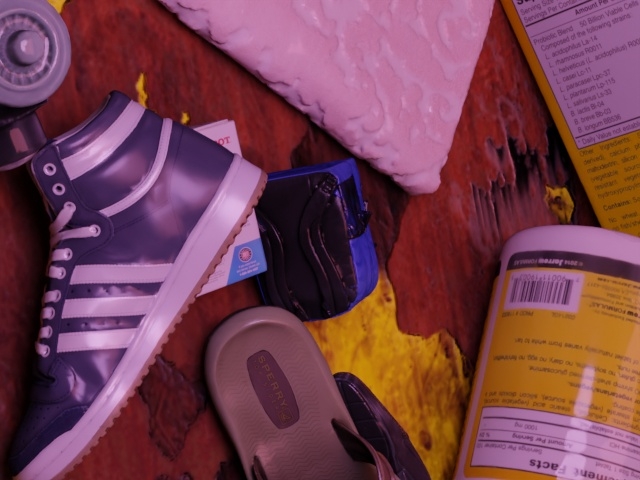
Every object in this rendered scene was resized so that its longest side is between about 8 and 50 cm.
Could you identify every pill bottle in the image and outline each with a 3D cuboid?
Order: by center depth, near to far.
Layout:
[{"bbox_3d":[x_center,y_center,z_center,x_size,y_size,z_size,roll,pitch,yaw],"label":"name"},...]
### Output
[{"bbox_3d":[0.218,0.170,1.587,0.188,0.188,0.334,26,71,-40],"label":"pill bottle"}]

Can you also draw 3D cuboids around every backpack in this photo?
[{"bbox_3d":[0.000,0.000,1.451,0.101,0.098,0.120,-27,105,-62],"label":"backpack"}]

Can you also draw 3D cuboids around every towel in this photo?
[{"bbox_3d":[0.031,-0.248,1.526,0.332,0.053,0.317,35,65,-36],"label":"towel"}]

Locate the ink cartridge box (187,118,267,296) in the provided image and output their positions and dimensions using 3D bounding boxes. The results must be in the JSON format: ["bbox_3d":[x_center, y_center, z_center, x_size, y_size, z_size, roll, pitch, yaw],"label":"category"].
[{"bbox_3d":[-0.100,-0.024,1.388,0.088,0.052,0.122,-20,103,-43],"label":"ink cartridge box"}]

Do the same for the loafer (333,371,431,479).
[{"bbox_3d":[0.047,0.174,1.522,0.170,0.062,0.061,65,28,-25],"label":"loafer"}]

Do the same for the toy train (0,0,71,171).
[{"bbox_3d":[-0.295,-0.182,1.164,0.190,0.142,0.334,-29,110,-28],"label":"toy train"}]

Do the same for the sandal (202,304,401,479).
[{"bbox_3d":[0.003,0.191,1.427,0.120,0.086,0.303,-35,109,-10],"label":"sandal"}]

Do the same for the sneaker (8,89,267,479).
[{"bbox_3d":[-0.175,0.028,1.285,0.153,0.099,0.282,35,83,-13],"label":"sneaker"}]

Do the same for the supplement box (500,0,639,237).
[{"bbox_3d":[0.350,-0.141,1.689,0.195,0.194,0.357,-31,99,-41],"label":"supplement box"}]
